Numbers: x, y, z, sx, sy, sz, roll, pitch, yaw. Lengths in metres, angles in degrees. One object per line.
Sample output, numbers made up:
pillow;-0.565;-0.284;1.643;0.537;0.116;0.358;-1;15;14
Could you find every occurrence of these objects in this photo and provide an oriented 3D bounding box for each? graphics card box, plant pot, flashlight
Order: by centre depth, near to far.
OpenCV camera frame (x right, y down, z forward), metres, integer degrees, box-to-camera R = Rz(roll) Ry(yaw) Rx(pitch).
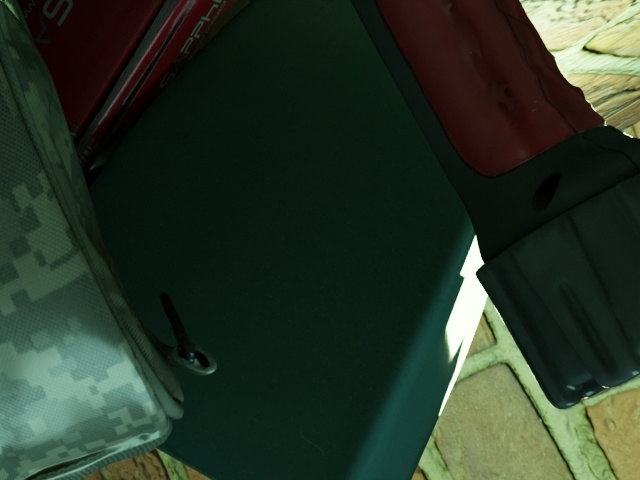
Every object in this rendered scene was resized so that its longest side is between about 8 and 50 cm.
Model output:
flashlight;0.050;-0.094;0.485;0.103;0.304;0.103;-33;169;23
plant pot;0.000;0.000;0.622;0.234;0.166;0.165;-60;165;-10
graphics card box;-0.066;-0.064;0.756;0.232;0.094;0.371;-55;163;14

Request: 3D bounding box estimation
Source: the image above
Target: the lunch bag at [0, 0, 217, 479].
lunch bag;-0.219;0.011;0.445;0.305;0.256;0.212;-25;171;-10
